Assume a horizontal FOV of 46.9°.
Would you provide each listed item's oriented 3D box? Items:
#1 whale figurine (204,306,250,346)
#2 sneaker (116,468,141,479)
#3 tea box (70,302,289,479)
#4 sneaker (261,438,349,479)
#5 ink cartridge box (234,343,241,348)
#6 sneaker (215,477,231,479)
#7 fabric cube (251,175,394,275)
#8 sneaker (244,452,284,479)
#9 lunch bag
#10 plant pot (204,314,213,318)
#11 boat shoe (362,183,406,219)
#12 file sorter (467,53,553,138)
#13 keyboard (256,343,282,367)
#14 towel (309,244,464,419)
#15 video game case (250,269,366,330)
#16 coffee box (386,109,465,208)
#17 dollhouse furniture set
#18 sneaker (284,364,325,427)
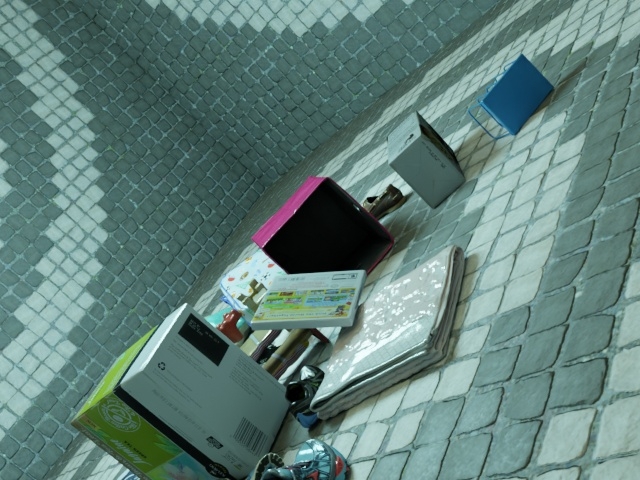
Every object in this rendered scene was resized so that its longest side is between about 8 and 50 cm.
[{"bbox_3d":[-0.302,0.269,2.367,0.216,0.141,0.272,-29,21,53],"label":"whale figurine"},{"bbox_3d":[-0.420,0.578,1.897,0.282,0.099,0.153,-50,14,-11],"label":"sneaker"},{"bbox_3d":[-0.303,0.372,1.628,0.323,0.329,0.220,-38,16,38],"label":"tea box"},{"bbox_3d":[-0.031,0.386,1.170,0.104,0.125,0.262,-42,13,15],"label":"sneaker"},{"bbox_3d":[-0.334,0.388,2.028,0.193,0.088,0.234,-39,-12,33],"label":"ink cartridge box"},{"bbox_3d":[-0.308,0.553,1.430,0.295,0.178,0.123,-52,14,-26],"label":"sneaker"},{"bbox_3d":[0.000,0.000,1.973,0.259,0.254,0.258,-48,11,-3],"label":"fabric cube"},{"bbox_3d":[-0.127,0.479,1.390,0.162,0.063,0.073,-48,-6,-25],"label":"sneaker"},{"bbox_3d":[-0.183,0.141,2.282,0.243,0.115,0.303,-40,26,-8],"label":"lunch bag"},{"bbox_3d":[-0.413,0.344,2.474,0.236,0.032,0.236,-54,-16,-24],"label":"plant pot"},{"bbox_3d":[0.163,-0.104,2.174,0.207,0.073,0.073,-35,18,45],"label":"boat shoe"},{"bbox_3d":[0.472,-0.357,1.856,0.170,0.118,0.104,-49,10,-12],"label":"file sorter"},{"bbox_3d":[-0.138,0.321,1.956,0.192,0.038,0.100,-28,46,51],"label":"keyboard"},{"bbox_3d":[0.133,0.177,1.457,0.331,0.053,0.317,-36,16,34],"label":"towel"},{"bbox_3d":[-0.022,0.133,1.658,0.226,0.026,0.206,-4,26,15],"label":"video game case"},{"bbox_3d":[0.273,-0.222,1.965,0.119,0.168,0.297,-42,13,17],"label":"coffee box"},{"bbox_3d":[-0.145,0.242,1.870,0.201,0.152,0.374,-48,16,-8],"label":"dollhouse furniture set"},{"bbox_3d":[-0.031,0.306,1.521,0.067,0.078,0.188,-42,13,17],"label":"sneaker"}]
